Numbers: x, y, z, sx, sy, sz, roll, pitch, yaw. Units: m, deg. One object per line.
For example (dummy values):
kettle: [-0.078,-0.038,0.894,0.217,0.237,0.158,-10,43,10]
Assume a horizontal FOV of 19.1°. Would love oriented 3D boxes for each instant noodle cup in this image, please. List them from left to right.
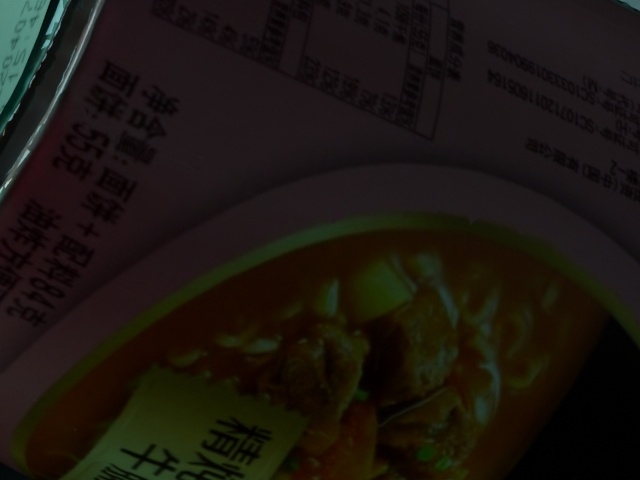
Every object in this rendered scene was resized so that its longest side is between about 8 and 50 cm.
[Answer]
instant noodle cup: [0.000,0.000,0.518,0.244,0.255,0.244,-36,40,38]
